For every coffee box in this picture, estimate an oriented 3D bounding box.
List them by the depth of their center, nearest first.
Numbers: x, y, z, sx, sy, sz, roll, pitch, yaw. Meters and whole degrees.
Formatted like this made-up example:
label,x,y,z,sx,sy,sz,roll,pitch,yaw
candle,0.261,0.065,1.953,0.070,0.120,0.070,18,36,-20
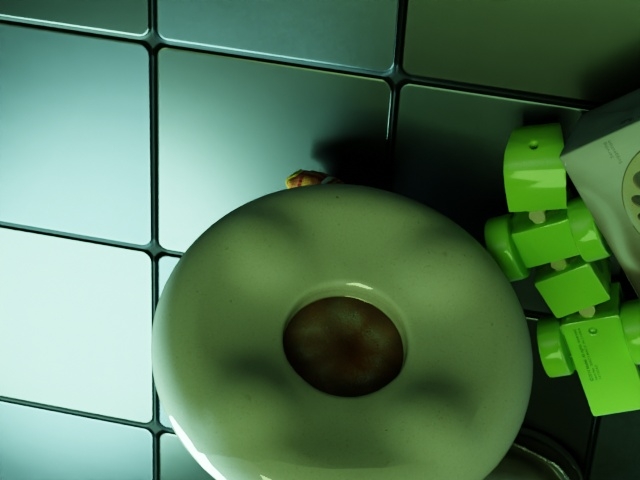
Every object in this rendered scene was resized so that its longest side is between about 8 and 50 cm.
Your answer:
label,x,y,z,sx,sy,sz,roll,pitch,yaw
coffee box,0.373,-0.005,1.426,0.168,0.119,0.297,-24,104,29

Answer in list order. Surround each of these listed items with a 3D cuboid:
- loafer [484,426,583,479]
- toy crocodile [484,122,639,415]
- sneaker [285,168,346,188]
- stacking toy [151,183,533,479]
label,x,y,z,sx,sy,sz,roll,pitch,yaw
loafer,0.181,0.241,1.676,0.220,0.078,0.080,24,124,0
toy crocodile,0.255,0.039,1.529,0.115,0.105,0.340,-16,120,23
sneaker,0.000,0.000,1.599,0.067,0.064,0.175,21,129,34
stacking toy,0.000,0.200,1.565,0.350,0.350,0.480,18,147,4
